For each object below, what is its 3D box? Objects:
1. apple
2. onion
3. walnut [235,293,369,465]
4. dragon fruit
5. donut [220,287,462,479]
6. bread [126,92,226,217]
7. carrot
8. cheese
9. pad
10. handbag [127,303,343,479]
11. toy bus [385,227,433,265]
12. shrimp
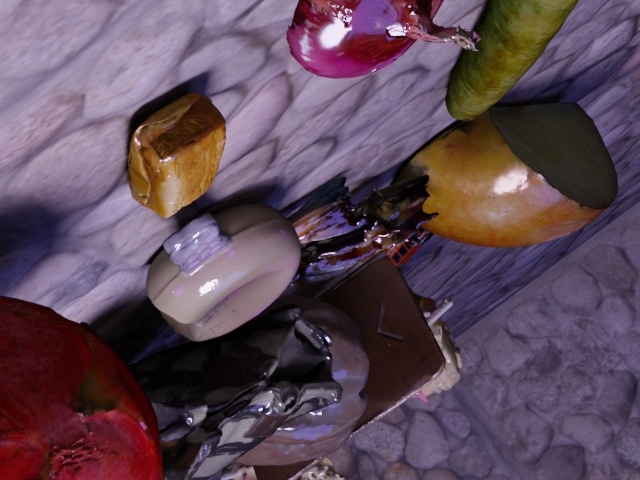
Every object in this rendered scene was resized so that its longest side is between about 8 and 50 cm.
[{"bbox_3d":[0.229,-0.081,2.177,0.346,0.254,0.179,-14,114,-62],"label":"apple"},{"bbox_3d":[0.058,-0.166,1.293,0.150,0.140,0.150,-46,162,-20],"label":"onion"},{"bbox_3d":[-0.051,0.165,2.163,0.224,0.224,0.224,-34,168,-8],"label":"walnut"},{"bbox_3d":[-0.274,0.180,1.364,0.301,0.296,0.295,-24,163,-50],"label":"dragon fruit"},{"bbox_3d":[0.019,0.223,2.447,0.371,0.150,0.307,-47,-160,-13],"label":"donut"},{"bbox_3d":[-0.113,-0.068,1.411,0.074,0.053,0.132,-37,169,-16],"label":"bread"},{"bbox_3d":[0.174,-0.187,1.733,0.074,0.074,0.358,-32,170,-19],"label":"carrot"},{"bbox_3d":[-0.104,0.020,1.732,0.163,0.082,0.286,-37,166,1],"label":"cheese"},{"bbox_3d":[0.012,0.167,2.321,0.284,0.018,0.286,-36,-150,7],"label":"pad"},{"bbox_3d":[-0.185,0.212,1.882,0.327,0.163,0.325,-26,-176,38],"label":"handbag"},{"bbox_3d":[0.118,-0.009,2.337,0.031,0.043,0.110,-28,166,-35],"label":"toy bus"},{"bbox_3d":[-0.004,-0.007,1.960,0.289,0.075,0.178,-22,165,-4],"label":"shrimp"}]
